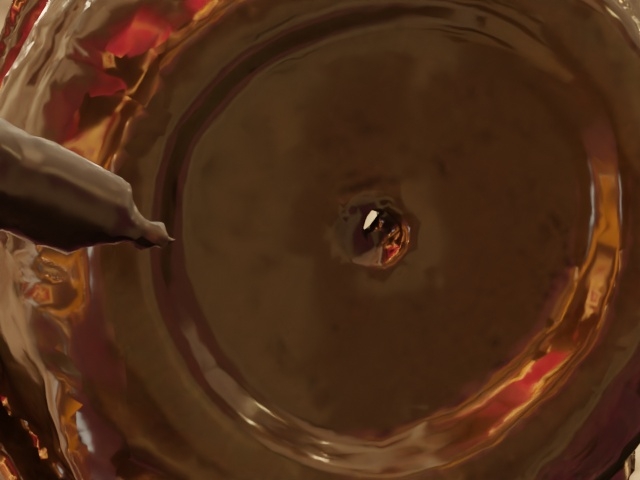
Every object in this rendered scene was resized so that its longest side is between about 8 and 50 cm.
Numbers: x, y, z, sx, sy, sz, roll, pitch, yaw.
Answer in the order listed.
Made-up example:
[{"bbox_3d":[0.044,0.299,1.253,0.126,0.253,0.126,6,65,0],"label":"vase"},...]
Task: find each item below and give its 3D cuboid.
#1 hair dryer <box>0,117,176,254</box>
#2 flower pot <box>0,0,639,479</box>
[{"bbox_3d":[-0.139,-0.121,0.254,0.359,0.120,0.304,37,-97,-29],"label":"hair dryer"},{"bbox_3d":[0.000,0.000,0.765,0.301,0.302,0.213,-9,12,-11],"label":"flower pot"}]
